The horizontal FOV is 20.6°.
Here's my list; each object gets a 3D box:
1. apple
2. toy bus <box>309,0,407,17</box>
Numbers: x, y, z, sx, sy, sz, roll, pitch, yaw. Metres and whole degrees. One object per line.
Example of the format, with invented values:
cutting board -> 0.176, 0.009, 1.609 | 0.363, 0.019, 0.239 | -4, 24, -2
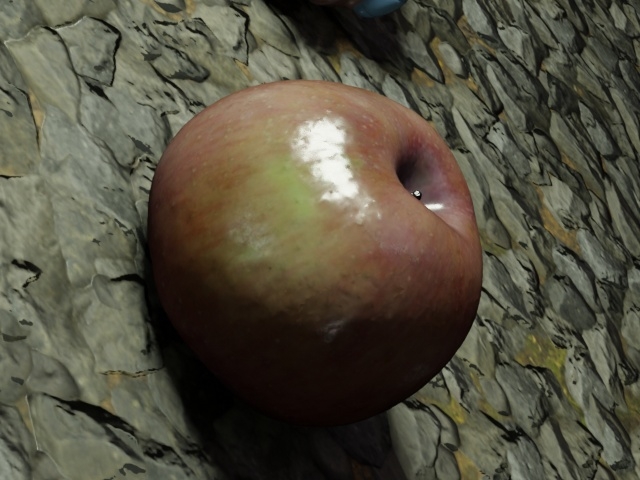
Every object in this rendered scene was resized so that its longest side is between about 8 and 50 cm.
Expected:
apple -> 0.000, 0.000, 1.444 | 0.306, 0.235, 0.306 | 39, 31, -29
toy bus -> 0.015, -0.360, 1.917 | 0.294, 0.197, 0.232 | 5, 65, -56
